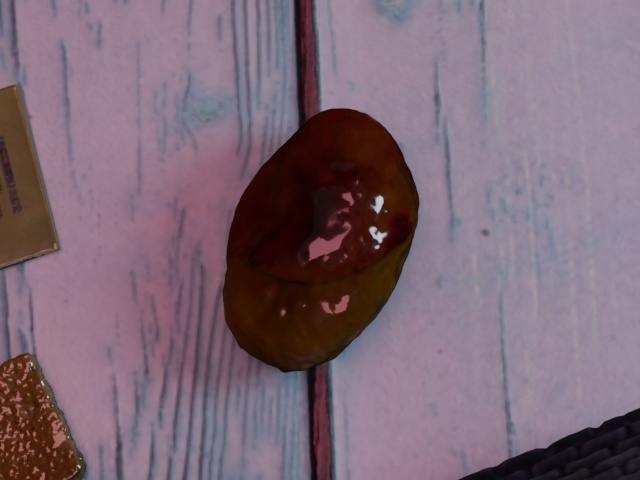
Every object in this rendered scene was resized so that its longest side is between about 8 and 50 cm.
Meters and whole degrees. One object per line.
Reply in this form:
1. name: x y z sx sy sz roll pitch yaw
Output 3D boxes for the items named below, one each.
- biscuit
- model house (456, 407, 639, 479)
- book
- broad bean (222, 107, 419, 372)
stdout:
1. biscuit: -0.327 0.204 1.481 0.231 0.025 0.131 -27 73 1
2. model house: 0.220 0.272 1.222 0.360 0.339 0.297 -21 72 3
3. book: -0.348 -0.039 1.551 0.192 0.013 0.168 -17 74 4
4. broad bean: -0.002 -0.002 1.434 0.156 0.122 0.228 25 78 11
